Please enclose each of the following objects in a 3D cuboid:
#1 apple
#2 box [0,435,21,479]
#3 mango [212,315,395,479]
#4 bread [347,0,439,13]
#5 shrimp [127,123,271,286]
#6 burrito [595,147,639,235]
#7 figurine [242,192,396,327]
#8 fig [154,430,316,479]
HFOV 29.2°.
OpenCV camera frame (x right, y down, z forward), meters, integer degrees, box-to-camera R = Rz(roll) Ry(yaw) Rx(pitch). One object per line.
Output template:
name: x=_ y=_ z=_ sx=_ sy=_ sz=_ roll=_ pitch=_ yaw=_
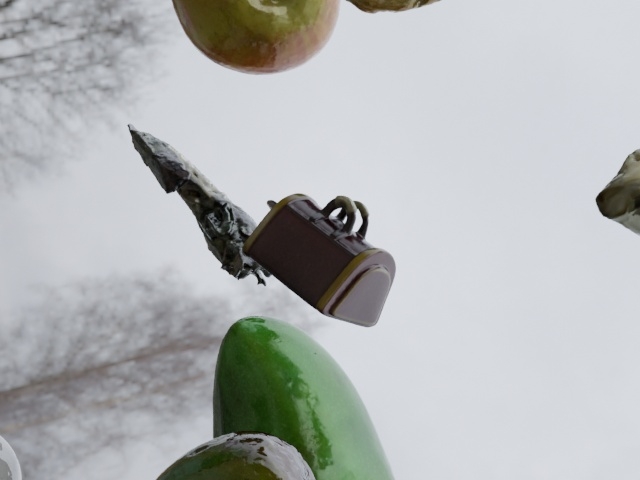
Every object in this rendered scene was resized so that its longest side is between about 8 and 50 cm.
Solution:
apple: x=-0.106 y=-0.398 z=1.921 sx=0.233 sy=0.286 sz=0.286 roll=-149 pitch=-130 yaw=-70
box: x=-0.474 y=0.335 z=1.259 sx=0.141 sy=0.349 sz=0.289 roll=29 pitch=-4 yaw=29
mango: x=-0.029 y=0.274 z=1.512 sx=0.201 sy=0.225 sz=0.382 roll=-20 pitch=-88 yaw=62
bread: x=0.095 y=-0.375 z=1.463 sx=0.244 sy=0.244 sz=0.134 roll=101 pitch=-15 yaw=-46
shrimp: x=-0.177 y=-0.056 z=1.856 sx=0.272 sy=0.085 sz=0.445 roll=48 pitch=1 yaw=-30
burrito: x=0.406 y=-0.090 z=1.067 sx=0.190 sy=0.332 sz=0.135 roll=25 pitch=-26 yaw=45
figurine: x=0.000 y=0.000 z=1.106 sx=0.154 sy=0.082 sz=0.098 roll=39 pitch=-74 yaw=38
fig: x=-0.080 y=0.280 z=1.221 sx=0.181 sy=0.191 sz=0.181 roll=-174 pitch=-90 yaw=-83
